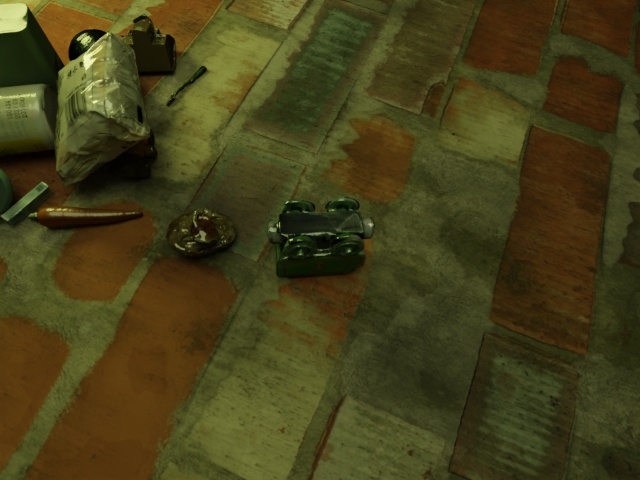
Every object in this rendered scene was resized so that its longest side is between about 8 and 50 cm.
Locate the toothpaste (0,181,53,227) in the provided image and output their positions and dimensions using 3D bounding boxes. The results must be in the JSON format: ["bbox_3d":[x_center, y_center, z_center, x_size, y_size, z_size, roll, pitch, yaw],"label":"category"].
[{"bbox_3d":[-0.926,-0.115,1.509,0.034,0.046,0.164,33,66,10],"label":"toothpaste"}]

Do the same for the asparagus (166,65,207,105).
[{"bbox_3d":[-0.505,-0.584,1.789,0.022,0.023,0.232,3,50,50],"label":"asparagus"}]

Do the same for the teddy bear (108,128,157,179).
[{"bbox_3d":[-0.629,-0.294,1.573,0.177,0.140,0.190,-2,81,-23],"label":"teddy bear"}]

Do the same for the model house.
[{"bbox_3d":[-0.651,-0.776,1.816,0.181,0.176,0.248,-4,47,-5],"label":"model house"}]

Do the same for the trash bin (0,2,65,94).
[{"bbox_3d":[-0.993,-0.586,1.580,0.223,0.343,0.158,-9,66,-9],"label":"trash bin"}]

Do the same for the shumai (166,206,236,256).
[{"bbox_3d":[-0.361,-0.040,1.433,0.210,0.153,0.161,-1,70,-9],"label":"shumai"}]

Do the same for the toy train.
[{"bbox_3d":[0.000,0.000,1.393,0.308,0.248,0.173,-4,61,-6],"label":"toy train"}]

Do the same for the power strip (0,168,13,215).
[{"bbox_3d":[-1.028,-0.128,1.461,0.137,0.044,0.215,31,99,-12],"label":"power strip"}]

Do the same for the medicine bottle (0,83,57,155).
[{"bbox_3d":[-1.046,-0.382,1.544,0.379,0.213,0.213,-8,64,-7],"label":"medicine bottle"}]

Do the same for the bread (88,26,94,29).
[{"bbox_3d":[-0.877,-0.784,1.851,0.062,0.049,0.103,-4,65,-5],"label":"bread"}]

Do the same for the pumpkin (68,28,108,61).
[{"bbox_3d":[-0.778,-0.589,1.655,0.248,0.248,0.247,1,63,-3],"label":"pumpkin"}]

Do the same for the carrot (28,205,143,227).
[{"bbox_3d":[-0.735,-0.074,1.498,0.336,0.069,0.069,-1,63,-11],"label":"carrot"}]

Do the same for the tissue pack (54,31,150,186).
[{"bbox_3d":[-0.699,-0.398,1.451,0.376,0.195,0.389,-21,71,30],"label":"tissue pack"}]
